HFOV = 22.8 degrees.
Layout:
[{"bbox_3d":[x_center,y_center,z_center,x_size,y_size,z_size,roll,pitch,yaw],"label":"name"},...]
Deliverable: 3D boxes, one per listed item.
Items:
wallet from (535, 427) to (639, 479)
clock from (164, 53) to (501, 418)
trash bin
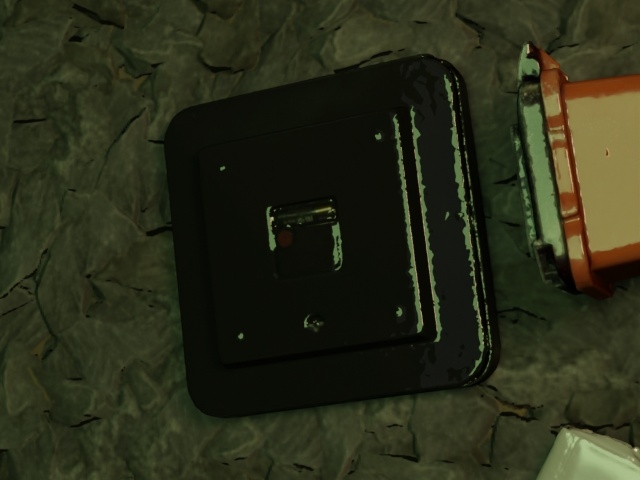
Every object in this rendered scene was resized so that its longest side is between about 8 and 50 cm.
[{"bbox_3d":[0.192,0.236,1.213,0.095,0.033,0.190,27,97,23],"label":"wallet"},{"bbox_3d":[0.000,0.000,1.314,0.279,0.049,0.273,-11,81,24],"label":"clock"},{"bbox_3d":[0.265,-0.067,1.147,0.239,0.161,0.184,-12,81,16],"label":"trash bin"}]
